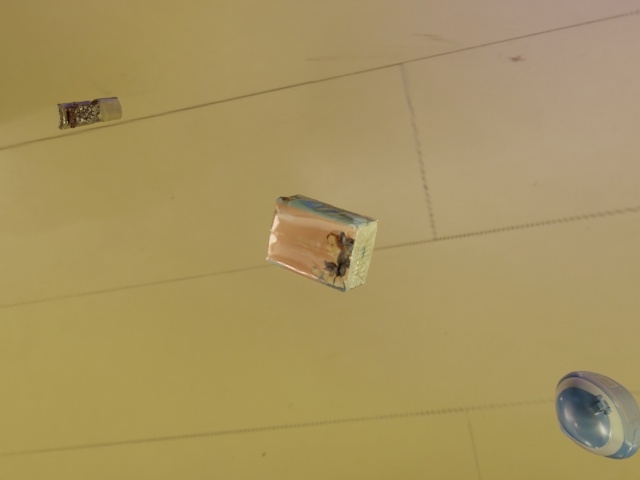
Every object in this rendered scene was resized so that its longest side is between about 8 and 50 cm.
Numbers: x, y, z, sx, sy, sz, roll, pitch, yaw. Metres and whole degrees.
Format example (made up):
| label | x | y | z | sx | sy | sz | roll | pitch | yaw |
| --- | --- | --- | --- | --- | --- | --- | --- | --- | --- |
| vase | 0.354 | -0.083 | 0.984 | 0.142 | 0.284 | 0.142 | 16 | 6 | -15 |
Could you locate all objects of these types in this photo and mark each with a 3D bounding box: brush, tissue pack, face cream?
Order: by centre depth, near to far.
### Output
| label | x | y | z | sx | sy | sz | roll | pitch | yaw |
| --- | --- | --- | --- | --- | --- | --- | --- | --- | --- |
| tissue pack | 0.000 | 0.000 | 0.993 | 0.094 | 0.059 | 0.074 | 18 | 109 | 23 |
| face cream | 0.416 | 0.261 | 1.538 | 0.083 | 0.264 | 0.149 | -42 | 68 | 16 |
| brush | -0.363 | -0.208 | 1.666 | 0.036 | 0.248 | 0.043 | 0 | 100 | 9 |
